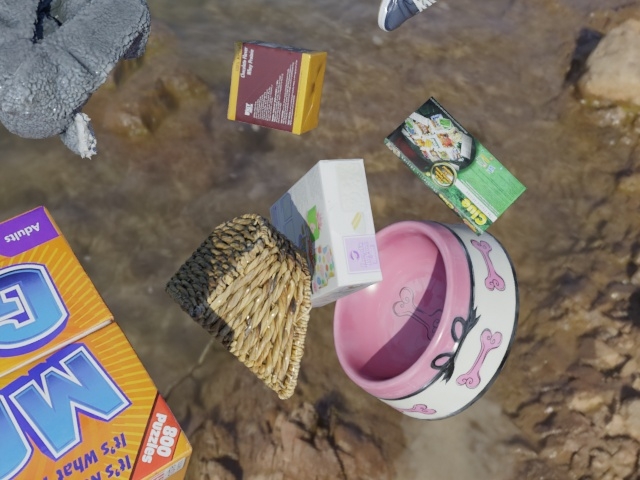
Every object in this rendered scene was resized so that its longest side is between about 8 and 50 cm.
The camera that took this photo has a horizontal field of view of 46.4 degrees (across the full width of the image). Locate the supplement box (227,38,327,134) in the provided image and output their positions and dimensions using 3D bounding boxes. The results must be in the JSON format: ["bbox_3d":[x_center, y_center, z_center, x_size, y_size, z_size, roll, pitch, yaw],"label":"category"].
[{"bbox_3d":[-0.106,-0.379,1.825,0.194,0.191,0.129,14,20,15],"label":"supplement box"}]

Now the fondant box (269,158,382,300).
[{"bbox_3d":[0.000,0.000,1.507,0.096,0.330,0.238,-5,79,-21],"label":"fondant box"}]

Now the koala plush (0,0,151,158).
[{"bbox_3d":[-0.334,-0.192,0.879,0.196,0.221,0.203,25,60,-14],"label":"koala plush"}]

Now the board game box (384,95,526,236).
[{"bbox_3d":[0.260,-0.145,1.441,0.136,0.030,0.260,-42,84,-17],"label":"board game box"}]

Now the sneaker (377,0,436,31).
[{"bbox_3d":[0.265,-0.579,1.723,0.153,0.282,0.099,44,9,27],"label":"sneaker"}]

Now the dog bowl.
[{"bbox_3d":[0.184,0.139,1.474,0.150,0.408,0.408,20,40,-33],"label":"dog bowl"}]

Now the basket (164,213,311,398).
[{"bbox_3d":[-0.106,0.096,1.296,0.223,0.299,0.213,44,79,-18],"label":"basket"}]

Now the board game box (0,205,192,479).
[{"bbox_3d":[-0.413,0.248,0.929,0.356,0.356,0.356,-28,72,-26],"label":"board game box"}]
